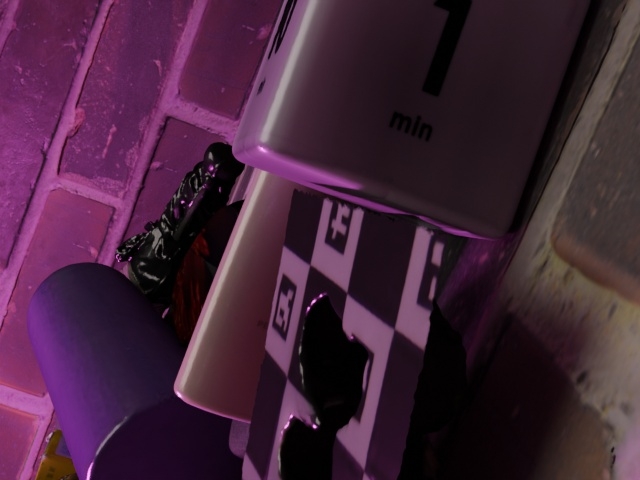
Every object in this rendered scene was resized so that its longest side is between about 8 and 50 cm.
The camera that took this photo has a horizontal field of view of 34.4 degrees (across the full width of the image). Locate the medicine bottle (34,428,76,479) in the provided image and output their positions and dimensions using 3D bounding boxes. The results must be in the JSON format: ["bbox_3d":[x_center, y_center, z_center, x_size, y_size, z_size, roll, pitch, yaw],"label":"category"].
[{"bbox_3d":[-0.296,0.380,1.496,0.141,0.250,0.137,-145,73,-81],"label":"medicine bottle"}]

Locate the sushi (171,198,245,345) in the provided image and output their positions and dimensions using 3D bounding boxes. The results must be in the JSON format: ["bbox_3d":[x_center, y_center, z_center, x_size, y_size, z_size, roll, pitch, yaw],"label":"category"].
[{"bbox_3d":[-0.092,0.045,1.306,0.225,0.126,0.136,-55,39,34],"label":"sushi"}]

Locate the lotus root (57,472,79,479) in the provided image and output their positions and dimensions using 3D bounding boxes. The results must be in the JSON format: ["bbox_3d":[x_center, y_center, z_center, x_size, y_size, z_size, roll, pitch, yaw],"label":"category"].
[{"bbox_3d":[-0.271,0.431,1.338,0.160,0.152,0.274,15,-129,-68],"label":"lotus root"}]

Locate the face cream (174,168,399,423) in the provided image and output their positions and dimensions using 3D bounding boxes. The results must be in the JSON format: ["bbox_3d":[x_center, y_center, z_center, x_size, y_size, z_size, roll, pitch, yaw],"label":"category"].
[{"bbox_3d":[0.000,0.000,0.946,0.081,0.174,0.348,27,96,55],"label":"face cream"}]

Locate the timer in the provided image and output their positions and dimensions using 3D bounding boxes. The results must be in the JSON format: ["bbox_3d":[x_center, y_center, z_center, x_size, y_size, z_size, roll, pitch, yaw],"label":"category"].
[{"bbox_3d":[0.059,-0.123,0.787,0.192,0.194,0.194,-163,92,-79],"label":"timer"}]

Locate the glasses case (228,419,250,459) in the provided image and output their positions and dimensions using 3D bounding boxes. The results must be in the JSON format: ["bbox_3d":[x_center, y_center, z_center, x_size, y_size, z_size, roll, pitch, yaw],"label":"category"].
[{"bbox_3d":[-0.016,0.083,1.105,0.131,0.074,0.323,146,142,-70],"label":"glasses case"}]

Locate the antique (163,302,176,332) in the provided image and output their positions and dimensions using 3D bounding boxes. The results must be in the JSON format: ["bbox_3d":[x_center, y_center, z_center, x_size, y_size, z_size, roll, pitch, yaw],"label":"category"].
[{"bbox_3d":[-0.132,0.063,1.609,0.125,0.150,0.284,-54,11,43],"label":"antique"}]

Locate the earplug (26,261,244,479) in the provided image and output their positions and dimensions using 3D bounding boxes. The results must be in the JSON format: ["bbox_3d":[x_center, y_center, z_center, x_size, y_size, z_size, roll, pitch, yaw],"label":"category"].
[{"bbox_3d":[-0.271,0.177,1.391,0.456,0.215,0.215,44,116,50],"label":"earplug"}]

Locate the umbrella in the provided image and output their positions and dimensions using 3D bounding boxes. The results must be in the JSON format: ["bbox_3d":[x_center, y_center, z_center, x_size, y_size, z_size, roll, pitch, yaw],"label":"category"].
[{"bbox_3d":[-0.218,-0.010,1.535,0.106,0.113,0.357,-24,-22,-47],"label":"umbrella"}]

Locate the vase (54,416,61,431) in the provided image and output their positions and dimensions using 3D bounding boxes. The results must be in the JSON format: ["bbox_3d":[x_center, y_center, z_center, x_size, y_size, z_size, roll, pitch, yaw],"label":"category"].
[{"bbox_3d":[-0.329,0.328,1.660,0.245,0.245,0.291,-130,50,-78],"label":"vase"}]

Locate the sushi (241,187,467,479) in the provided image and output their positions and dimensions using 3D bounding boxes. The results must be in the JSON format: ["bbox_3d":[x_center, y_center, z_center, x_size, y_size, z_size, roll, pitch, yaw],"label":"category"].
[{"bbox_3d":[0.035,0.165,0.700,0.296,0.100,0.372,-154,74,-71],"label":"sushi"}]
